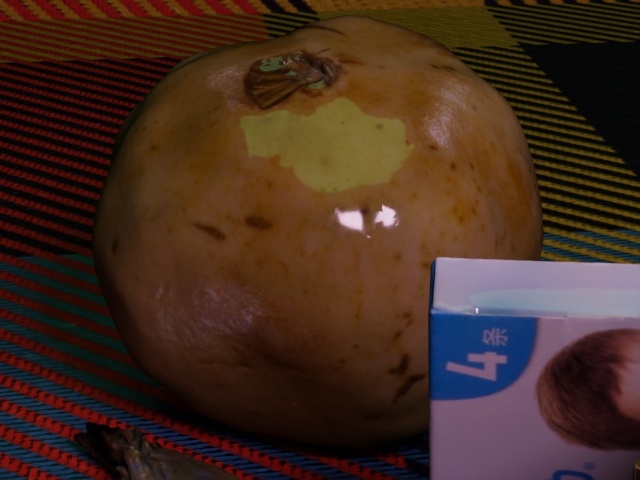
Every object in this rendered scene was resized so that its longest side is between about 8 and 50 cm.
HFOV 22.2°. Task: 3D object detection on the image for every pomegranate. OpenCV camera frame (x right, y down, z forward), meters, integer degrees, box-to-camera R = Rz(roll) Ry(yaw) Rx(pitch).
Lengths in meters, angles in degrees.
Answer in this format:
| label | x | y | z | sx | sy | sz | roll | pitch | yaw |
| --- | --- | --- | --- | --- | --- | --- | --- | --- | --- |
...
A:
| label | x | y | z | sx | sy | sz | roll | pitch | yaw |
| --- | --- | --- | --- | --- | --- | --- | --- | --- | --- |
| pomegranate | 0.000 | 0.000 | 1.191 | 0.332 | 0.332 | 0.332 | 0 | 21 | 0 |

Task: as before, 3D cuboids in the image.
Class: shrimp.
| label | x | y | z | sx | sy | sz | roll | pitch | yaw |
| --- | --- | --- | --- | --- | --- | --- | --- | --- | --- |
| shrimp | -0.119 | 0.168 | 1.069 | 0.117 | 0.066 | 0.262 | -17 | 25 | -36 |

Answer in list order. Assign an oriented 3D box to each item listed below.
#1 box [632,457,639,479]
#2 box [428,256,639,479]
| label | x | y | z | sx | sy | sz | roll | pitch | yaw |
| --- | --- | --- | --- | --- | --- | --- | --- | --- | --- |
| box | 0.196 | 0.186 | 0.766 | 0.074 | 0.239 | 0.153 | 12 | 25 | 27 |
| box | 0.191 | 0.123 | 0.897 | 0.265 | 0.273 | 0.048 | 2 | 44 | 7 |
